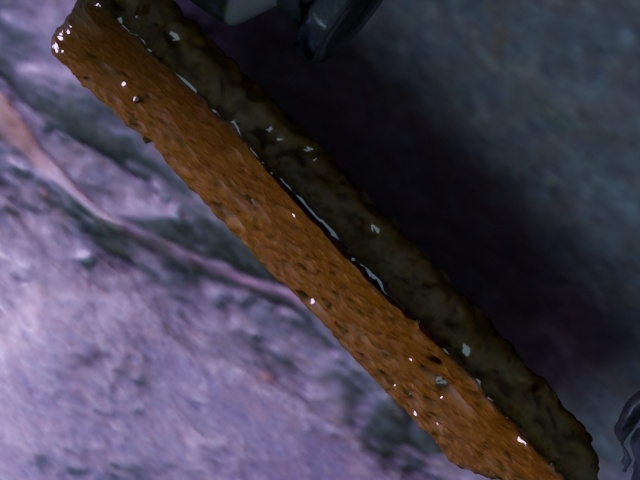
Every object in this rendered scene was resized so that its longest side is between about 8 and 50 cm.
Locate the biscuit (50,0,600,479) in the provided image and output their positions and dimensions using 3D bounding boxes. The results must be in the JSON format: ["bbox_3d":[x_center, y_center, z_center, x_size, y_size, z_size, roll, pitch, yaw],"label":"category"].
[{"bbox_3d":[0.000,0.000,0.616,0.231,0.025,0.131,46,168,-10],"label":"biscuit"}]

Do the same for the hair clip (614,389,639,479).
[{"bbox_3d":[0.172,0.122,0.607,0.106,0.084,0.292,-9,118,22],"label":"hair clip"}]

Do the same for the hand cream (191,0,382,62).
[{"bbox_3d":[-0.091,-0.154,0.562,0.271,0.058,0.091,40,134,6],"label":"hand cream"}]
